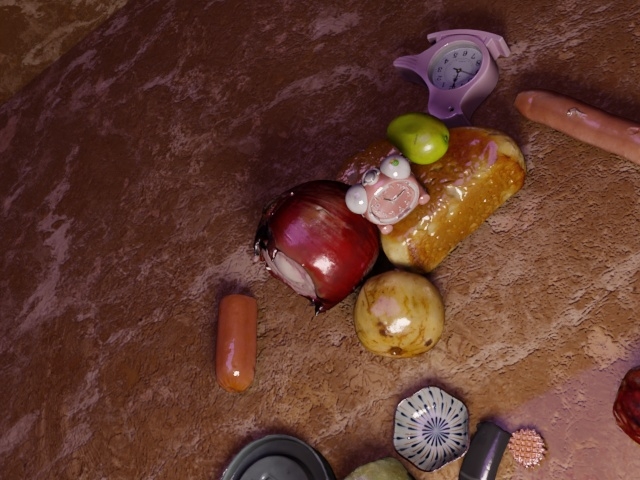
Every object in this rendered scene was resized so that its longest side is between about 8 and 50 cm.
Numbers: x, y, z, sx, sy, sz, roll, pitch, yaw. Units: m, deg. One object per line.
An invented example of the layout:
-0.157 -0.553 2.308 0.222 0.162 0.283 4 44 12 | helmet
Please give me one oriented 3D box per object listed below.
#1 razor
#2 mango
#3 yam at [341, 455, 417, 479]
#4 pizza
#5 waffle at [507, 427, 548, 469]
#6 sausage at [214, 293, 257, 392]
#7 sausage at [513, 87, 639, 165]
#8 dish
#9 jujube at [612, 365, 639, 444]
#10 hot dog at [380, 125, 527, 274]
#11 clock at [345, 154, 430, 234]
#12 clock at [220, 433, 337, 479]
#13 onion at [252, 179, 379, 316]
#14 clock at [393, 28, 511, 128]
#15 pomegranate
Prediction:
0.343 0.455 1.571 0.090 0.054 0.148 3 68 65 | razor
0.228 -0.245 1.737 0.117 0.089 0.163 -46 52 8 | mango
0.155 0.607 1.546 0.195 0.195 0.300 -40 54 9 | yam
0.144 -0.196 2.023 0.271 0.056 0.134 -35 56 14 | pizza
0.431 0.432 1.559 0.075 0.029 0.083 -38 52 12 | waffle
-0.223 0.274 1.989 0.114 0.113 0.259 -15 60 25 | sausage
0.631 -0.266 1.734 0.094 0.094 0.419 -40 49 -19 | sausage
0.252 0.420 1.653 0.191 0.066 0.190 -13 60 24 | dish
0.672 0.321 1.375 0.243 0.183 0.183 20 79 36 | jujube
0.288 -0.120 1.815 0.405 0.185 0.223 -44 52 7 | hot dog
0.145 -0.111 1.684 0.166 0.162 0.092 -39 51 11 | clock
-0.104 0.626 1.770 0.325 0.067 0.325 -14 61 26 | clock
-0.007 -0.004 1.859 0.341 0.341 0.341 -14 61 26 | onion
0.324 -0.435 2.014 0.290 0.080 0.275 16 77 37 | clock
0.180 0.167 1.742 0.215 0.215 0.215 -14 61 26 | pomegranate
